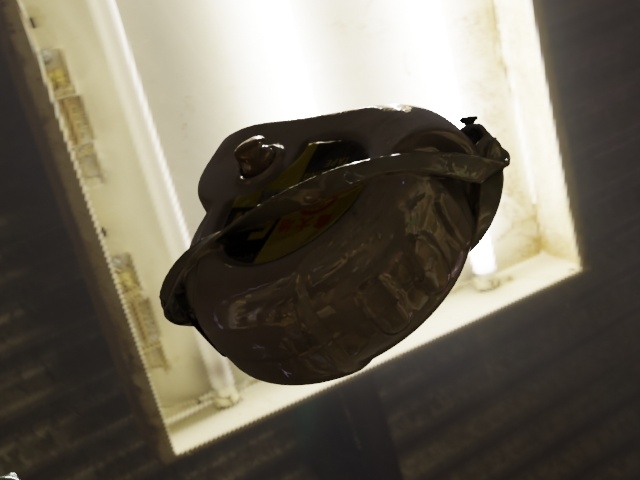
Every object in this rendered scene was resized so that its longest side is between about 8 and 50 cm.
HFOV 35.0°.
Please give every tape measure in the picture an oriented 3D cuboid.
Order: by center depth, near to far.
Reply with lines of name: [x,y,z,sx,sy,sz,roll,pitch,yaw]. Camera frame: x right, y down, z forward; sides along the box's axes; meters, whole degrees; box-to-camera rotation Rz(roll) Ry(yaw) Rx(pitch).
tape measure: [0.000,0.000,0.654,0.120,0.236,0.197,54,-131,-31]

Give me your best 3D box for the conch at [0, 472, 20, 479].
conch: [-0.243,0.308,0.577,0.249,0.368,0.197,-9,-70,10]
